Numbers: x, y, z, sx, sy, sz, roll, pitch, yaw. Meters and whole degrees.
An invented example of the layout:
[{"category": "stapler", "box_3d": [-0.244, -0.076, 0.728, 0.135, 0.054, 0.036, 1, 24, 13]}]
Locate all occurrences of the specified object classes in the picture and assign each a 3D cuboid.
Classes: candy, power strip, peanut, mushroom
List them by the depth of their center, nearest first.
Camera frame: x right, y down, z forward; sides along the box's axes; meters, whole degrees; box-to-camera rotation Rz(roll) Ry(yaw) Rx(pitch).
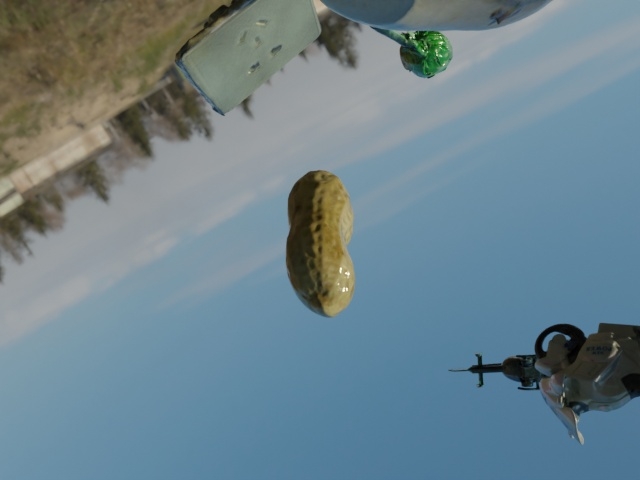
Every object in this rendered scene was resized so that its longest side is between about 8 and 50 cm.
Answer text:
[{"category": "mushroom", "box_3d": [0.161, -0.281, 0.878, 0.397, 0.126, 0.177, -15, 134, -51]}, {"category": "power strip", "box_3d": [-0.101, -0.274, 1.227, 0.198, 0.064, 0.213, -38, 164, -2]}, {"category": "peanut", "box_3d": [0.000, 0.000, 1.279, 0.098, 0.103, 0.229, -47, -149, 42]}, {"category": "candy", "box_3d": [0.147, -0.352, 1.632, 0.097, 0.097, 0.323, -25, 167, 24]}]

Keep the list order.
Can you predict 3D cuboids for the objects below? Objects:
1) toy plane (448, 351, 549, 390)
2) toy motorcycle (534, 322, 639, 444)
[{"category": "toy plane", "box_3d": [0.334, 0.214, 1.576, 0.235, 0.060, 0.096, -4, -175, 7]}, {"category": "toy motorcycle", "box_3d": [0.345, 0.163, 1.057, 0.221, 0.102, 0.150, 1, -127, 28]}]
